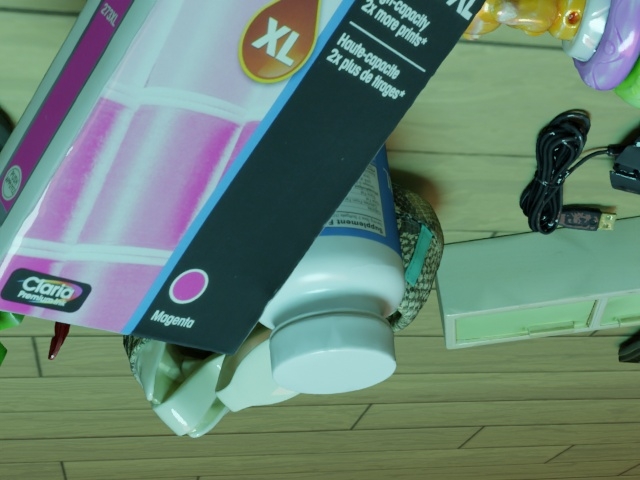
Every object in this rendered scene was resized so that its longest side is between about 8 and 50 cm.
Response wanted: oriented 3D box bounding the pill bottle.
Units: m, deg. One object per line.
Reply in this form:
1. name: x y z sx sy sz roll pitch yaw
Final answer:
1. pill bottle: 0.000 0.000 0.676 0.124 0.222 0.124 -4 152 -2

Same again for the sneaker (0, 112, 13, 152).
1. sneaker: -0.321 -0.086 0.586 0.101 0.106 0.267 -20 147 29

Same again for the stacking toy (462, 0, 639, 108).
1. stacking toy: 0.220 -0.141 0.558 0.301 0.166 0.175 7 138 0

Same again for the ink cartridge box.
1. ink cartridge box: -0.022 -0.107 0.449 0.175 0.069 0.371 20 109 -45

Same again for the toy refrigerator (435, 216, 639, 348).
1. toy refrigerator: 0.264 0.050 0.949 0.269 0.094 0.102 -8 151 4

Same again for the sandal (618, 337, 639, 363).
1. sandal: 0.481 0.129 1.181 0.089 0.060 0.219 6 164 -9

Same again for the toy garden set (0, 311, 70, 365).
1. toy garden set: -0.229 0.011 0.662 0.203 0.244 0.049 -15 127 16

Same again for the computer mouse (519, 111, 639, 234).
1. computer mouse: 0.320 -0.048 0.815 0.261 0.060 0.184 -3 151 -5

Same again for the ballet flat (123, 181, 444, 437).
1. ballet flat: -0.081 0.102 0.888 0.164 0.182 0.482 41 132 -22
